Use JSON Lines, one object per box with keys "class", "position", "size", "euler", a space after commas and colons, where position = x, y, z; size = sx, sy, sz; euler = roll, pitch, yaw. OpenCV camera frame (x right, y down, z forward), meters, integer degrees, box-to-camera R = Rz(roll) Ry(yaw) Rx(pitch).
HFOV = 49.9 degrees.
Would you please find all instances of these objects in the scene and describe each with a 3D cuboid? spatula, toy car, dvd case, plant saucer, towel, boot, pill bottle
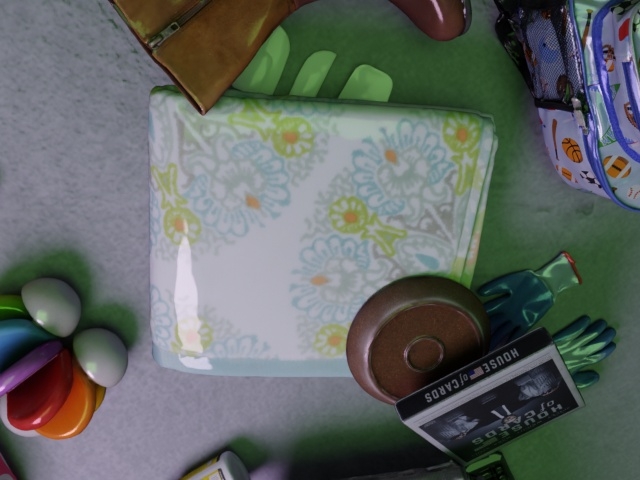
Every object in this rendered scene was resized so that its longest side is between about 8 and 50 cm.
{"class": "spatula", "position": [-0.039, -0.106, 0.780], "size": [0.168, 0.019, 0.242], "euler": [23, 102, -11]}
{"class": "toy car", "position": [-0.321, 0.144, 0.765], "size": [0.159, 0.136, 0.182], "euler": [-36, 105, 6]}
{"class": "dvd case", "position": [0.207, 0.192, 0.801], "size": [0.179, 0.029, 0.238], "euler": [-31, 142, 11]}
{"class": "plant saucer", "position": [0.113, 0.122, 0.767], "size": [0.169, 0.029, 0.168], "euler": [-2, 112, -6]}
{"class": "towel", "position": [0.000, 0.000, 0.769], "size": [0.375, 0.090, 0.320], "euler": [2, 110, -8]}
{"class": "boot", "position": [-0.020, -0.225, 0.661], "size": [0.264, 0.096, 0.280], "euler": [47, 76, -14]}
{"class": "pill bottle", "position": [-0.150, 0.321, 0.866], "size": [0.116, 0.065, 0.065], "euler": [-31, 106, 5]}

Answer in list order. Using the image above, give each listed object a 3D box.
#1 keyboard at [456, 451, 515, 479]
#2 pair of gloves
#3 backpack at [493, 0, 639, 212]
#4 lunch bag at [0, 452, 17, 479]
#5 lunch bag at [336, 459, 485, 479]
{"class": "keyboard", "position": [0.136, 0.426, 0.938], "size": [0.317, 0.033, 0.201], "euler": [-26, 106, 4]}
{"class": "pair of gloves", "position": [0.283, 0.118, 0.868], "size": [0.159, 0.023, 0.198], "euler": [-33, 105, 5]}
{"class": "backpack", "position": [0.352, -0.165, 0.709], "size": [0.277, 0.213, 0.263], "euler": [-19, 117, -2]}
{"class": "lunch bag", "position": [-0.520, 0.277, 0.794], "size": [0.258, 0.120, 0.293], "euler": [-19, 107, 1]}
{"class": "lunch bag", "position": [0.053, 0.404, 0.808], "size": [0.305, 0.212, 0.256], "euler": [-6, 100, -1]}
